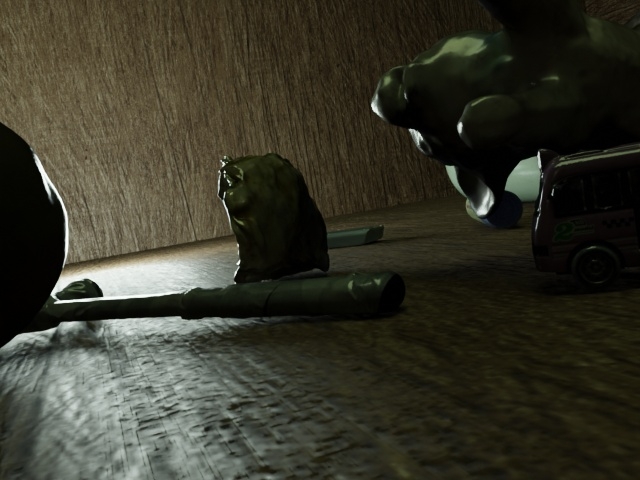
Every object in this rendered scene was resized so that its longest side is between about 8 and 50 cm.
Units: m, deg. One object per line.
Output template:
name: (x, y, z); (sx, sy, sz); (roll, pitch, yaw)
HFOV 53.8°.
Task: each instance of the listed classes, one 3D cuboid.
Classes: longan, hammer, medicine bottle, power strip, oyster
longan: (-0.320, 0.005, 0.462); (0.248, 0.248, 0.248); (-9, 4, 1)
hammer: (-0.125, 0.053, 0.557); (0.427, 0.044, 0.152); (-7, 5, 26)
medicine bottle: (0.276, -0.054, 1.016); (0.059, 0.059, 0.231); (-9, 3, 8)
power strip: (0.000, 0.000, 1.128); (0.252, 0.027, 0.060); (-7, 6, 35)
oyster: (-0.052, -0.016, 0.703); (0.110, 0.166, 0.341); (-18, -18, 1)

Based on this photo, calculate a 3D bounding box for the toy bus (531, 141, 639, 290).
toy bus: (0.233, -0.027, 0.425); (0.178, 0.098, 0.087); (-9, 5, 18)

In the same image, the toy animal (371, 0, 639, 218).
toy animal: (0.217, -0.133, 0.604); (0.344, 0.194, 0.303); (-4, -8, -8)

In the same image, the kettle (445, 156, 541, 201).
kettle: (0.525, -0.187, 1.436); (0.361, 0.250, 0.376); (19, -2, -16)
